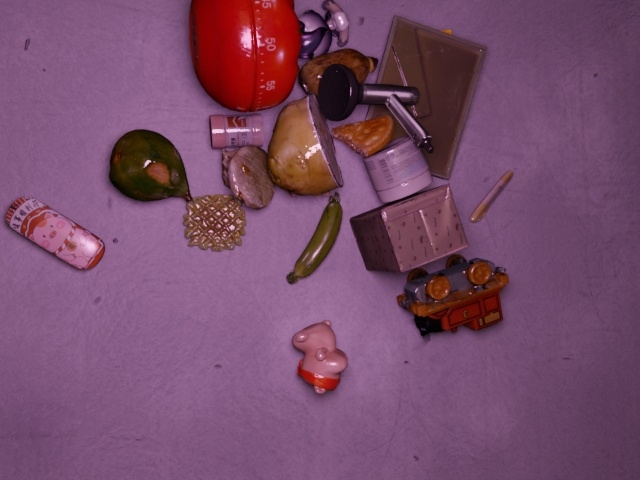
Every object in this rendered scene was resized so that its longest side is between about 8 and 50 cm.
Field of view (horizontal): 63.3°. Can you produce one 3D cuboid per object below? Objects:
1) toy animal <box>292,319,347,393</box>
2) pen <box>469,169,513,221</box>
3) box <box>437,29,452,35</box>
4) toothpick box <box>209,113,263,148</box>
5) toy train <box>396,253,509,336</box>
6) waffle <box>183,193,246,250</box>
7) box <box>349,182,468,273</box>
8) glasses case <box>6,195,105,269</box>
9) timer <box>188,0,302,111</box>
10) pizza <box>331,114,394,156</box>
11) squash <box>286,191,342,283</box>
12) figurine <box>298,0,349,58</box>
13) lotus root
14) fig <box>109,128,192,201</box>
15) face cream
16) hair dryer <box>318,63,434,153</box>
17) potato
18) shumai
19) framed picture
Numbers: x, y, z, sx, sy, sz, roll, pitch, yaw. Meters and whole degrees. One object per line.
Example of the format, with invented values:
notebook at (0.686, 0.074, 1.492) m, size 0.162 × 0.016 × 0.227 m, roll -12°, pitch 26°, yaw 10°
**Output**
toy animal at (0.000, 0.346, 1.529) m, size 0.171 × 0.171 × 0.197 m, roll -17°, pitch 89°, yaw -13°
pen at (0.580, -0.147, 1.751) m, size 0.233 × 0.032 × 0.040 m, roll -48°, pitch 121°, yaw -11°
box at (0.374, -0.556, 1.713) m, size 0.153 × 0.043 × 0.269 m, roll -8°, pitch 88°, yaw -10°
toothpick box at (-0.248, -0.322, 1.527) m, size 0.149 × 0.098 × 0.098 m, roll -5°, pitch 89°, yaw -15°
toy train at (0.434, 0.178, 1.642) m, size 0.369 × 0.163 × 0.231 m, roll -18°, pitch 100°, yaw -14°
waffle at (-0.310, -0.053, 1.533) m, size 0.184 × 0.036 × 0.169 m, roll -2°, pitch 90°, yaw -13°
box at (0.250, -0.029, 1.530) m, size 0.225 × 0.297 × 0.190 m, roll -21°, pitch 92°, yaw -13°
glasses case at (-0.721, -0.019, 1.417) m, size 0.267 × 0.067 × 0.103 m, roll 33°, pitch 79°, yaw -10°
timer at (-0.206, -0.540, 1.403) m, size 0.279 × 0.378 × 0.377 m, roll -7°, pitch 89°, yaw -16°
pizza at (0.130, -0.320, 1.589) m, size 0.201 × 0.193 × 0.053 m, roll -50°, pitch 143°, yaw -32°
squash at (0.001, 0.001, 1.588) m, size 0.071 × 0.080 × 0.318 m, roll 37°, pitch 79°, yaw -48°
figurine at (-0.011, -0.624, 1.580) m, size 0.222 × 0.145 × 0.145 m, roll -34°, pitch 96°, yaw -14°
lotus root at (0.057, -0.512, 1.584) m, size 0.260 × 0.145 × 0.128 m, roll -22°, pitch 128°, yaw -12°
fig at (-0.462, -0.189, 1.448) m, size 0.245 × 0.195 × 0.195 m, roll 37°, pitch 78°, yaw -42°
face cream at (0.233, -0.219, 1.573) m, size 0.177 × 0.177 × 0.152 m, roll -27°, pitch 101°, yaw -13°
hair dryer at (0.192, -0.380, 1.465) m, size 0.321 × 0.284 × 0.155 m, roll -2°, pitch 126°, yaw -27°
potato at (-0.067, -0.272, 1.512) m, size 0.196 × 0.246 × 0.299 m, roll -15°, pitch 72°, yaw 11°
shumai at (-0.227, -0.182, 1.517) m, size 0.201 × 0.120 × 0.201 m, roll 20°, pitch 65°, yaw -52°
framed picture at (0.324, -0.451, 1.663) m, size 0.326 × 0.028 × 0.445 m, roll 15°, pitch 94°, yaw -10°
